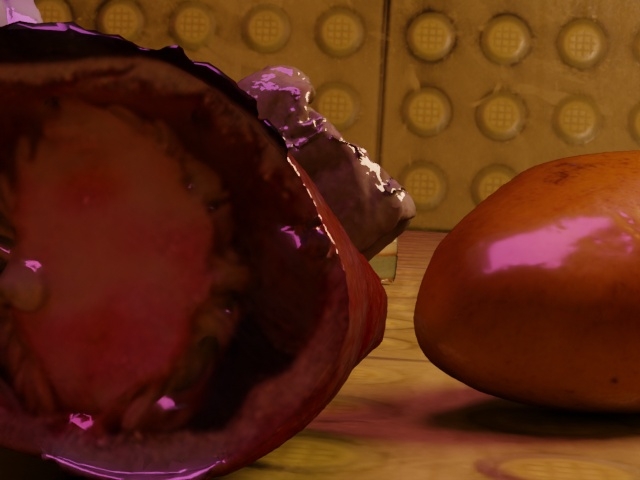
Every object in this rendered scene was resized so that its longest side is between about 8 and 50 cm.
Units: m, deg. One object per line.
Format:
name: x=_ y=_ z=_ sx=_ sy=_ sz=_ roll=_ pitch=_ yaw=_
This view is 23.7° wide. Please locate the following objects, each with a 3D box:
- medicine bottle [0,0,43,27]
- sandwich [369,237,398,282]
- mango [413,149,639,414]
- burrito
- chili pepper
medicine bottle: x=-0.356 y=-0.086 z=0.984 sx=0.332 sy=0.190 sz=0.190 roll=3 pitch=4 yaw=-24
sandwich: x=0.000 y=0.000 z=1.954 sx=0.187 sy=0.117 sz=0.144 roll=6 pitch=7 yaw=10
mango: x=0.207 y=0.031 z=1.101 sx=0.350 sy=0.201 sz=0.199 roll=-8 pitch=-9 yaw=-44
burrito: x=-0.111 y=0.015 z=1.091 sx=0.347 sy=0.175 sz=0.107 roll=-31 pitch=-22 yaw=3
chili pepper: x=-0.082 y=0.009 z=0.869 sx=0.251 sy=0.229 sz=0.305 roll=9 pitch=3 yaw=12
